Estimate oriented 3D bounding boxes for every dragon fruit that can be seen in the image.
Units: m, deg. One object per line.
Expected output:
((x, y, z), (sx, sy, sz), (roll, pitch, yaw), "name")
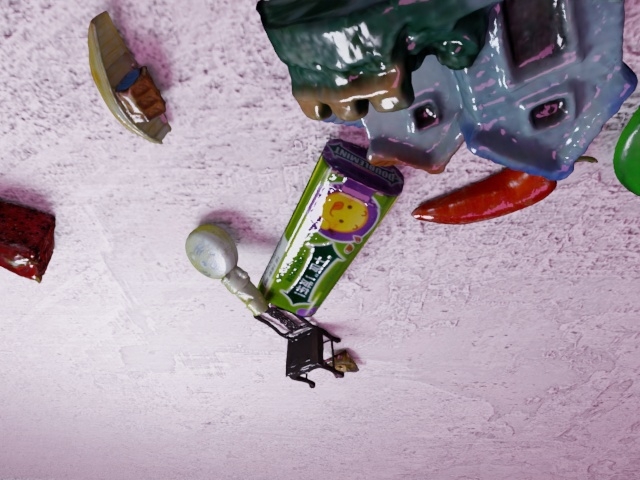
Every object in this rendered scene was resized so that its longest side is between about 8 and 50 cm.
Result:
((-0.569, 0.004, 0.718), (0.161, 0.127, 0.120), (21, 125, -18), "dragon fruit")

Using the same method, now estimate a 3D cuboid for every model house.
((0.143, -0.161, 0.432), (0.295, 0.252, 0.329), (-17, 138, 19), "model house")

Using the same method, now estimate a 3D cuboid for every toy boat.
((-0.249, -0.203, 0.525), (0.066, 0.065, 0.172), (5, 142, 18), "toy boat")

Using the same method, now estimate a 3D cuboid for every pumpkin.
((0.053, 0.321, 1.059), (0.073, 0.035, 0.101), (-21, 128, 8), "pumpkin")

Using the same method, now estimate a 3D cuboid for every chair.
((-0.056, 0.245, 0.938), (0.106, 0.113, 0.229), (-31, 129, 28), "chair")

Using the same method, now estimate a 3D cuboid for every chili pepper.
((0.275, -0.072, 0.627), (0.272, 0.071, 0.063), (-21, 170, 30), "chili pepper")

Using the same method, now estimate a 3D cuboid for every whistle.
((-0.166, 0.054, 0.741), (0.198, 0.057, 0.104), (47, 129, -5), "whistle")

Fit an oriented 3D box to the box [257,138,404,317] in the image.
((0.000, 0.000, 0.694), (0.134, 0.097, 0.345), (23, 133, -7), "box")

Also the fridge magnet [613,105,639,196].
((0.498, -0.141, 0.523), (0.208, 0.088, 0.208), (1, 135, 1), "fridge magnet")
